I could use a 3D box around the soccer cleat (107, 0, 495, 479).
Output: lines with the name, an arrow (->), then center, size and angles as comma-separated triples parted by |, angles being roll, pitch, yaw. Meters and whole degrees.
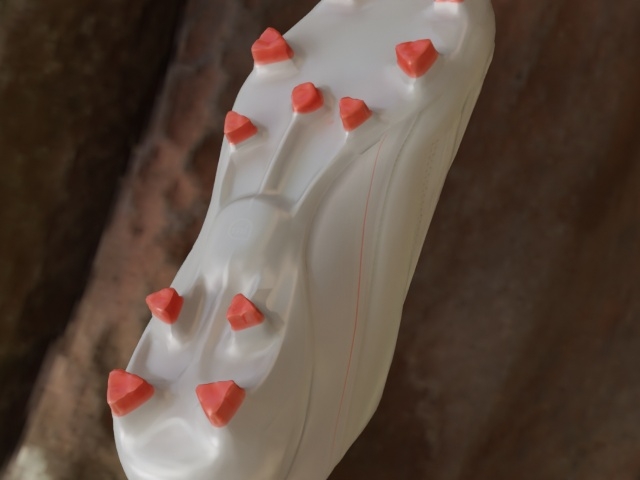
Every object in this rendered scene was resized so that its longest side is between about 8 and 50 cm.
soccer cleat -> 0.000, 0.000, 0.501 | 0.196, 0.068, 0.076 | -63, -34, -30
